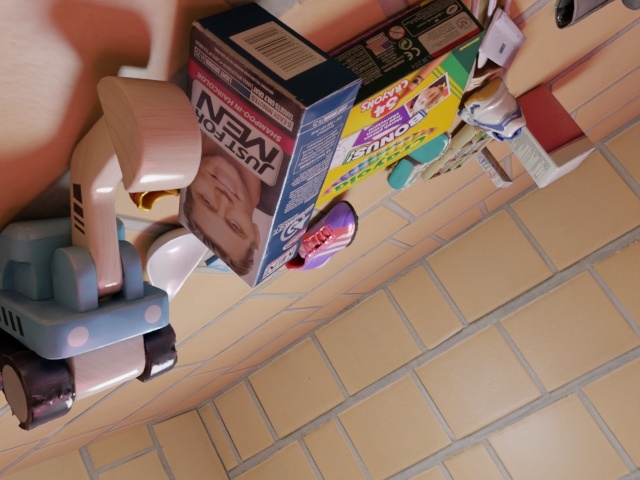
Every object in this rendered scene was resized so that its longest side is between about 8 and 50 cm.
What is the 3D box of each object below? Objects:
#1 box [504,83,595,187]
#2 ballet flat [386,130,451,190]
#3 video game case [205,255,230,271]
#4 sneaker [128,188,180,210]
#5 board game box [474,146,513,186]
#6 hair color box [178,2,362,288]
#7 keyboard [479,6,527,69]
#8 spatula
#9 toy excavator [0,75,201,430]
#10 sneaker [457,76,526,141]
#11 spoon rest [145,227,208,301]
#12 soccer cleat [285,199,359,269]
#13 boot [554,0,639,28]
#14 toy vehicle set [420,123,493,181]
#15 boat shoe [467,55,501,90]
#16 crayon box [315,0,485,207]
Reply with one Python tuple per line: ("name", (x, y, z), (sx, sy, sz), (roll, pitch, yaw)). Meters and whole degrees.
("box", (0.628, -0.292, 1.426), (0.127, 0.232, 0.148), (-30, 165, -3))
("ballet flat", (0.244, -0.218, 1.269), (0.241, 0.091, 0.077), (-45, -170, 51))
("video game case", (-0.197, 0.024, 1.276), (0.166, 0.015, 0.119), (-33, 164, 7))
("sneaker", (-0.211, -0.105, 0.766), (0.175, 0.067, 0.064), (-35, 162, 9))
("board game box", (0.529, -0.234, 1.567), (0.026, 0.154, 0.103), (-41, 162, 32))
("hair color box", (-0.089, -0.104, 0.676), (0.105, 0.174, 0.347), (-39, 162, -36))
("keyboard", (0.344, -0.370, 0.945), (0.256, 0.014, 0.072), (-17, 140, -58))
("spatula", (0.287, -0.374, 0.860), (0.168, 0.019, 0.242), (-51, 159, -8))
("toy excavator", (-0.328, 0.017, 0.700), (0.433, 0.444, 0.222), (10, -164, 40))
("sneaker", (0.397, -0.280, 1.159), (0.112, 0.131, 0.296), (-38, 179, 20))
("spoon rest", (-0.319, 0.063, 1.049), (0.137, 0.084, 0.276), (-15, 158, -45))
("soccer cleat", (0.000, 0.000, 1.410), (0.117, 0.108, 0.318), (-16, 161, -32))
("boot", (0.580, -0.493, 1.025), (0.209, 0.076, 0.189), (-39, 150, 2))
("toy vehicle set", (0.410, -0.267, 1.432), (0.166, 0.035, 0.267), (-23, 166, -28))
("boat shoe", (0.302, -0.332, 1.024), (0.170, 0.063, 0.059), (-22, 156, -33))
("crayon box", (0.080, -0.216, 0.889), (0.363, 0.106, 0.313), (-30, 164, -3))
